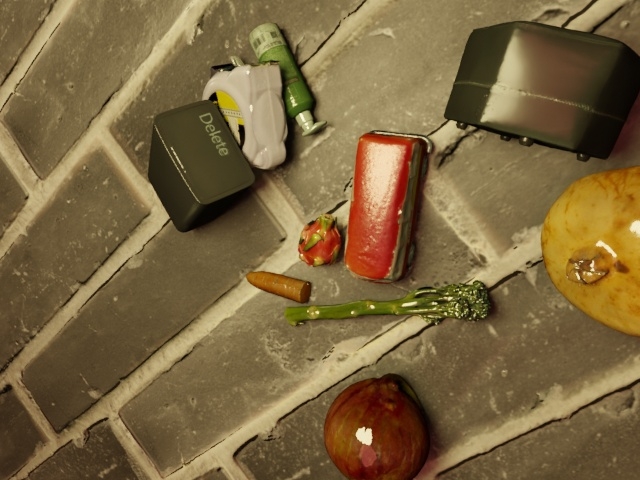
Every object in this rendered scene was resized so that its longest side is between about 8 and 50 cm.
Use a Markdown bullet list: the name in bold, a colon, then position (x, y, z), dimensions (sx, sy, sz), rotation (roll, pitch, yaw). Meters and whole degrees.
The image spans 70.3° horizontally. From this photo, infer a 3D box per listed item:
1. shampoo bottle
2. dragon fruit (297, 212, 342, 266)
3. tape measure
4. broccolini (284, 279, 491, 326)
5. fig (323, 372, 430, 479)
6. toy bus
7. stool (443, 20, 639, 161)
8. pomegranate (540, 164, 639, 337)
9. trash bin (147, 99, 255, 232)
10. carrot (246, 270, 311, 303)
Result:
- **shampoo bottle**: position (-0.057, -0.285, 0.819), dimensions (0.065, 0.065, 0.205), rotation (-25, 91, 23)
- **dragon fruit**: position (0.001, -0.002, 0.836), dimensions (0.081, 0.086, 0.116), rotation (24, 118, 10)
- **tape measure**: position (-0.132, -0.228, 0.822), dimensions (0.178, 0.105, 0.196), rotation (24, 129, 37)
- **broccolini**: position (0.114, 0.134, 0.846), dimensions (0.391, 0.079, 0.074), rotation (-9, 107, 29)
- **fig**: position (0.103, 0.334, 0.818), dimensions (0.205, 0.205, 0.205), rotation (4, 101, 20)
- **toy bus**: position (0.105, -0.050, 0.770), dimensions (0.121, 0.120, 0.265), rotation (11, 103, 20)
- **stool**: position (0.298, -0.199, 0.621), dimensions (0.232, 0.232, 0.141), rotation (19, 108, 16)
- **pomegranate**: position (0.423, 0.014, 0.601), dimensions (0.248, 0.248, 0.249), rotation (4, 101, 20)
- **trash bin**: position (-0.233, -0.121, 0.839), dimensions (0.165, 0.115, 0.225), rotation (60, 151, 0)
- **carrot**: position (-0.091, 0.088, 0.910), dimensions (0.139, 0.048, 0.048), rotation (13, 104, 19)
